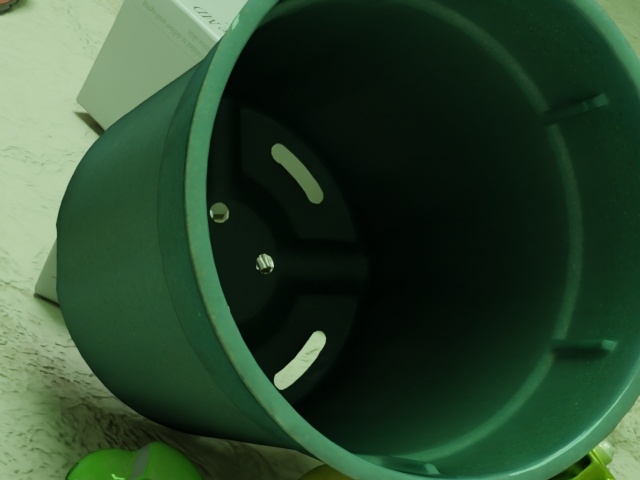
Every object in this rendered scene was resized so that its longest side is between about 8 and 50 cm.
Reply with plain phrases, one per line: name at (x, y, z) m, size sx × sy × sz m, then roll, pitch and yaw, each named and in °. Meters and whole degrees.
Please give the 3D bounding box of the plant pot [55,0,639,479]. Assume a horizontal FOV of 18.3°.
plant pot at (0.000, 0.000, 1.297) m, size 0.341 × 0.341 × 0.334 m, roll 17°, pitch -15°, yaw -25°

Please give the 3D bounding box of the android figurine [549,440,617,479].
android figurine at (0.167, 0.136, 1.507) m, size 0.248 × 0.056 × 0.273 m, roll 54°, pitch 5°, yaw 29°

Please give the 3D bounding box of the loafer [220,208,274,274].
loafer at (-0.060, 0.008, 1.684) m, size 0.045 × 0.039 × 0.125 m, roll -3°, pitch 30°, yaw -20°

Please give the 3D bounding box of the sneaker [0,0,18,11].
sneaker at (-0.375, -0.308, 1.921) m, size 0.116 × 0.136 × 0.314 m, roll 42°, pitch 25°, yaw 31°

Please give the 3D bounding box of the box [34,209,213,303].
box at (-0.149, 0.008, 1.523) m, size 0.102 × 0.087 × 0.101 m, roll 26°, pitch 21°, yaw -4°

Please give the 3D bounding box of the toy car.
toy car at (-0.054, 0.183, 1.280) m, size 0.225 × 0.053 × 0.239 m, roll 24°, pitch 21°, yaw -8°

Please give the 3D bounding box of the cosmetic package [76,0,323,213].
cosmetic package at (-0.025, -0.131, 1.903) m, size 0.197 × 0.155 × 0.365 m, roll 43°, pitch 25°, yaw 30°
